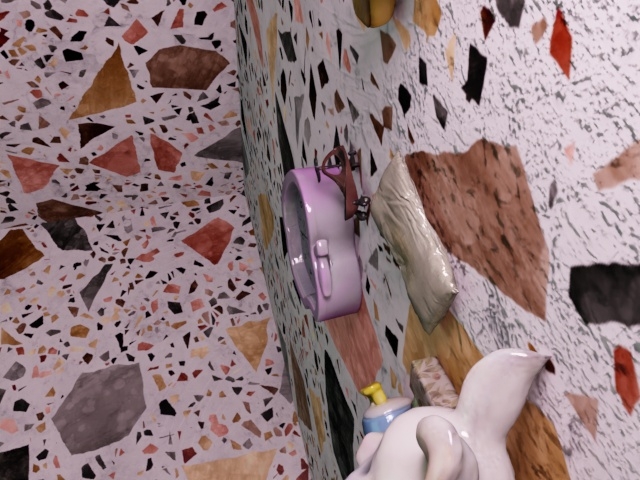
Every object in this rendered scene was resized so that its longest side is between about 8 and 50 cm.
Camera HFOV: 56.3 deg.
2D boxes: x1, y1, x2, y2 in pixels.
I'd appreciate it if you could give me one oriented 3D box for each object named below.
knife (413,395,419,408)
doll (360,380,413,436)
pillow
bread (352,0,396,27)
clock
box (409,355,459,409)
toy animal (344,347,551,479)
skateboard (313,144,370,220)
[{"bbox_3d":[0.153,0.360,0.888,0.043,0.020,0.293,44,-139,-47],"label":"knife"},{"bbox_3d":[0.127,0.355,0.996,0.135,0.099,0.240,-29,68,56],"label":"doll"},{"bbox_3d":[0.127,0.005,0.821,0.148,0.050,0.229,90,163,-59],"label":"pillow"},{"bbox_3d":[0.072,-0.339,0.778,0.082,0.056,0.115,-115,12,-47],"label":"bread"},{"bbox_3d":[0.000,0.000,1.312,0.338,0.102,0.338,170,90,-78],"label":"clock"},{"bbox_3d":[0.161,0.216,0.838,0.098,0.045,0.062,-117,20,-53],"label":"box"},{"bbox_3d":[0.146,0.287,0.621,0.241,0.196,0.367,12,120,37],"label":"toy animal"},{"bbox_3d":[0.036,-0.105,1.090,0.067,0.080,0.151,90,169,-64],"label":"skateboard"}]
